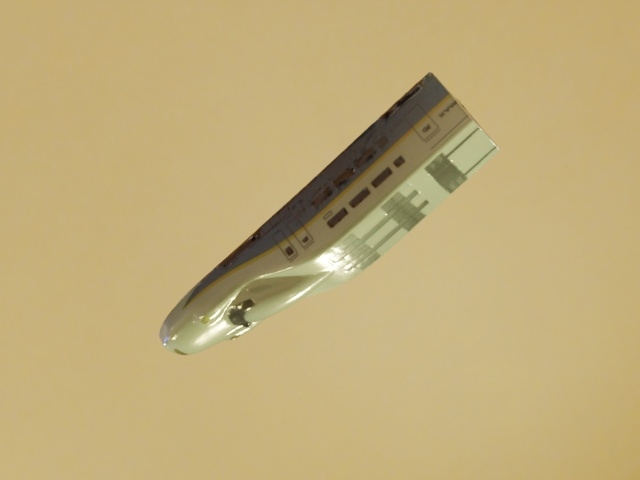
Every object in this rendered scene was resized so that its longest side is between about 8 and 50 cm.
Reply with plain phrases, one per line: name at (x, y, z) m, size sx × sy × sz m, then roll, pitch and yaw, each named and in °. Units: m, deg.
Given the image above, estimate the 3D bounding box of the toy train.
toy train at (0.000, 0.000, 0.906) m, size 0.234 × 0.052 × 0.051 m, roll -42°, pitch -126°, yaw 8°
